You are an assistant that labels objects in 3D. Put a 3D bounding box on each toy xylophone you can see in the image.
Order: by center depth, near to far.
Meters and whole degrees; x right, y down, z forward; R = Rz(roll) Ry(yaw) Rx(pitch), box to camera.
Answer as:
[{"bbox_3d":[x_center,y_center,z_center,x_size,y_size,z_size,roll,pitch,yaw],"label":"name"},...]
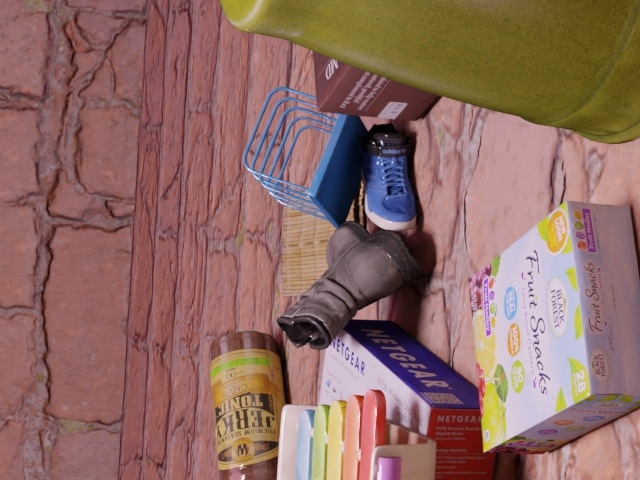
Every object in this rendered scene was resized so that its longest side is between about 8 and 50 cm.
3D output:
[{"bbox_3d":[0.038,0.272,1.511,0.322,0.081,0.236,160,112,-70],"label":"toy xylophone"}]

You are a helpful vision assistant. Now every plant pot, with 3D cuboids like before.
[{"bbox_3d":[0.104,-0.278,1.243,0.366,0.353,0.366,-176,90,-72],"label":"plant pot"}]

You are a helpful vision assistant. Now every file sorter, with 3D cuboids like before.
[{"bbox_3d":[-0.014,-0.101,1.799,0.170,0.104,0.118,49,-118,-73],"label":"file sorter"}]

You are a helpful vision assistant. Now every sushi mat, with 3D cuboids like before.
[{"bbox_3d":[0.000,0.000,2.033,0.316,0.019,0.151,172,100,-72],"label":"sushi mat"}]

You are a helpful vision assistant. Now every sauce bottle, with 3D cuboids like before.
[{"bbox_3d":[-0.094,0.299,2.128,0.111,0.111,0.344,120,147,-53],"label":"sauce bottle"}]

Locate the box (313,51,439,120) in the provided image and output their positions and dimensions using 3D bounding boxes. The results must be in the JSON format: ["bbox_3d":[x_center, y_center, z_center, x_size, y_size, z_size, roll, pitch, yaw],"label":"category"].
[{"bbox_3d":[0.071,-0.349,1.700,0.191,0.143,0.381,130,138,-60],"label":"box"}]

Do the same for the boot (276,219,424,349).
[{"bbox_3d":[0.009,0.055,1.743,0.083,0.161,0.246,55,168,-9],"label":"boot"}]

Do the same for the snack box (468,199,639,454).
[{"bbox_3d":[0.207,0.082,1.319,0.207,0.070,0.174,133,137,-60],"label":"snack box"}]

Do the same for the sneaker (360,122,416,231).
[{"bbox_3d":[0.081,-0.080,1.743,0.152,0.058,0.085,-102,14,-55],"label":"sneaker"}]

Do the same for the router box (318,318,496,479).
[{"bbox_3d":[0.078,0.274,1.650,0.335,0.082,0.301,-145,60,-69],"label":"router box"}]
